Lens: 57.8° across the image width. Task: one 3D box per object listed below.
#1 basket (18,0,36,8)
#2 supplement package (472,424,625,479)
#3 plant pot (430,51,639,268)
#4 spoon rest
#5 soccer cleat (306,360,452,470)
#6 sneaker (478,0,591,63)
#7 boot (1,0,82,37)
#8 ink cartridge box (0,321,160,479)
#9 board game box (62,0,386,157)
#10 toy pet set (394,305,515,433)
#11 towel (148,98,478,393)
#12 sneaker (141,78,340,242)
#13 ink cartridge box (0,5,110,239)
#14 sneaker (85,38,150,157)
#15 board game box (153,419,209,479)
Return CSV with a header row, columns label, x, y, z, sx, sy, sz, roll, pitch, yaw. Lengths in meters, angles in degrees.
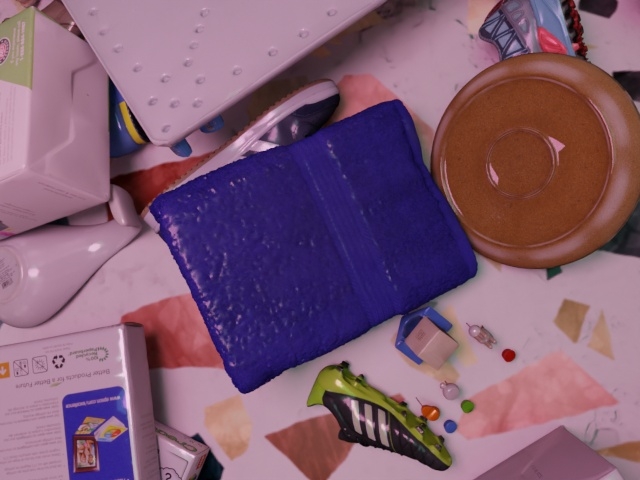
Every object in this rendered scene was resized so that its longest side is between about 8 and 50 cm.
label,x,y,z,sx,sy,sz,roll,pitch,yaw
basket,-0.464,-0.540,0.718,0.266,0.328,0.331,29,88,8
supplement package,0.252,0.319,0.551,0.149,0.194,0.203,-34,78,5
plant pot,0.220,-0.083,0.630,0.236,0.032,0.236,7,102,37
spoon rest,-0.338,0.019,0.758,0.276,0.084,0.137,-26,78,19
soccer cleat,0.066,0.213,0.670,0.179,0.060,0.072,33,99,18
sneaker,0.255,-0.156,0.676,0.125,0.104,0.261,-13,88,36
boot,-0.380,-0.316,0.820,0.118,0.042,0.087,27,82,11
ink cartridge box,-0.272,0.290,0.653,0.176,0.069,0.371,-11,78,6
board game box,-0.106,-0.334,0.703,0.390,0.050,0.390,-35,64,-3
toy pet set,0.139,0.137,0.674,0.114,0.065,0.122,38,94,-23
towel,0.000,0.000,0.636,0.308,0.076,0.227,-25,90,-18
sneaker,-0.056,-0.061,0.703,0.282,0.099,0.153,-39,91,-8
ink cartridge box,-0.433,-0.110,0.722,0.353,0.119,0.207,-14,71,23
sneaker,-0.294,-0.210,0.774,0.082,0.069,0.209,-19,80,9
board game box,-0.314,0.284,0.721,0.305,0.053,0.193,22,86,11
